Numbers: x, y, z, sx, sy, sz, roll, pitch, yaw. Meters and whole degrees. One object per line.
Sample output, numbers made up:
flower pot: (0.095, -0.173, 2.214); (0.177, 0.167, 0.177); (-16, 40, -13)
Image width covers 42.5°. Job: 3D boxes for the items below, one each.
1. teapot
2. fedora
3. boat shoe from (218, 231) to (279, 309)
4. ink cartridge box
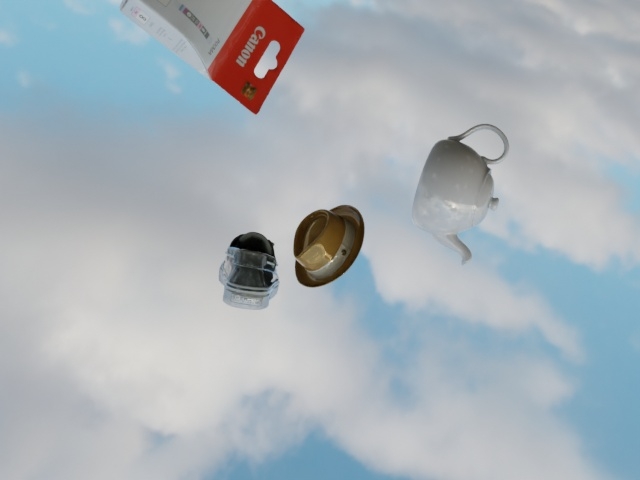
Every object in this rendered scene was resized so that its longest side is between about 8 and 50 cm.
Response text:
teapot: (0.344, -0.121, 2.004); (0.187, 0.256, 0.252); (17, -133, 15)
fedora: (0.000, 0.000, 1.680); (0.079, 0.194, 0.194); (35, -162, -37)
boat shoe: (-0.123, 0.044, 1.550); (0.121, 0.119, 0.335); (12, -174, -9)
ink cartridge box: (-0.132, -0.319, 1.140); (0.232, 0.066, 0.189); (34, -119, -17)
